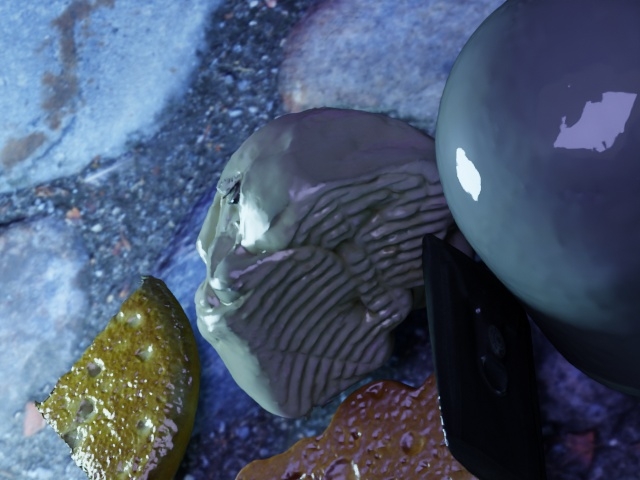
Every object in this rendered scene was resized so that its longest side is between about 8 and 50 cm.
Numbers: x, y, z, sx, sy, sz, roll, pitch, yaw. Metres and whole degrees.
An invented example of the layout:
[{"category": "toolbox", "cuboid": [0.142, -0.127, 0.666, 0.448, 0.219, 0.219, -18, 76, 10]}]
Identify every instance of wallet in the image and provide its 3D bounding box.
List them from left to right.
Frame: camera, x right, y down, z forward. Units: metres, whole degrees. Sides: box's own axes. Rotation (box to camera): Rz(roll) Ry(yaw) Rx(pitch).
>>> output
[{"category": "wallet", "cuboid": [0.151, 0.122, 1.530, 0.052, 0.168, 0.245, -26, 45, 24]}]

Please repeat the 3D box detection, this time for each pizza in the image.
[{"category": "pizza", "cuboid": [-0.216, 0.179, 1.818, 0.197, 0.058, 0.292, -13, 60, 23]}]

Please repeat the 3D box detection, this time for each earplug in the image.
[{"category": "earplug", "cuboid": [0.273, -0.067, 1.482, 0.313, 0.394, 0.312, -12, 61, 22]}]

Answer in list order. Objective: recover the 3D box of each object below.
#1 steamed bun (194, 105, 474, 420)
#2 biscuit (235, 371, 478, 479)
[{"category": "steamed bun", "cuboid": [0.000, 0.000, 1.671, 0.320, 0.275, 0.206, -41, 39, 10]}, {"category": "biscuit", "cuboid": [0.060, 0.243, 1.650, 0.334, 0.047, 0.202, -36, 57, 6]}]
